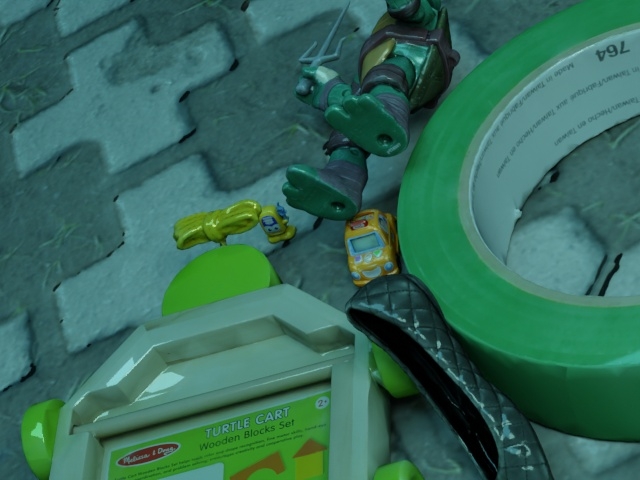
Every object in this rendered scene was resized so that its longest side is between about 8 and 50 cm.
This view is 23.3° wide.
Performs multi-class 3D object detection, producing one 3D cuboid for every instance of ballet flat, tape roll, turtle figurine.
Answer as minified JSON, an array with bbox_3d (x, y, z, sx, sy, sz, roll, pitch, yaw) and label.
[{"bbox_3d":[0.075,0.094,0.878,0.049,0.057,0.173,-27,72,-29],"label":"ballet flat"},{"bbox_3d":[0.208,-0.030,0.947,0.321,0.077,0.321,-16,44,16],"label":"tape roll"},{"bbox_3d":[0.038,-0.131,1.076,0.118,0.175,0.234,12,47,2],"label":"turtle figurine"}]

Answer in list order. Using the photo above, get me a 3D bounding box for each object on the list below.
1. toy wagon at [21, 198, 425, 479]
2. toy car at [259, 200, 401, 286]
[{"bbox_3d":[-0.061,0.117,0.971,0.267,0.068,0.344,-16,43,17],"label":"toy wagon"},{"bbox_3d":[0.000,0.000,1.068,0.122,0.040,0.060,-1,49,29],"label":"toy car"}]
